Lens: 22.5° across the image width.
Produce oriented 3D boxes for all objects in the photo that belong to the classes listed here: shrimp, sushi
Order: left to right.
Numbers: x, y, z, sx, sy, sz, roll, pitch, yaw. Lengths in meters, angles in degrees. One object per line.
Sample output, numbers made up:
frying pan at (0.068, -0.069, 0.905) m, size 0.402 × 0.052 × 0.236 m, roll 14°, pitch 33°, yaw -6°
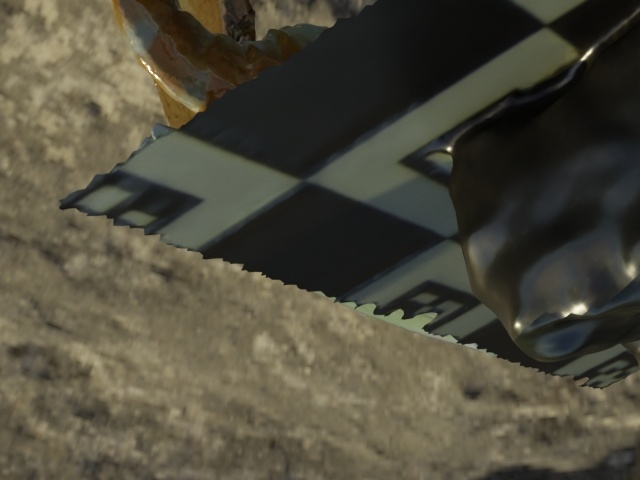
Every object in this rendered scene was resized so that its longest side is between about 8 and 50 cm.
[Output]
shrimp at (-0.063, -0.144, 1.000) m, size 0.049 × 0.161 × 0.166 m, roll -42°, pitch 73°, yaw 45°
sushi at (0.156, 0.005, 0.512) m, size 0.296 × 0.100 × 0.373 m, roll -30°, pitch 153°, yaw 22°

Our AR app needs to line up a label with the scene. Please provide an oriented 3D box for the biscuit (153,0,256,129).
biscuit at (-0.110, -0.194, 1.479) m, size 0.042 × 0.226 × 0.226 m, roll -7°, pitch 121°, yaw -24°

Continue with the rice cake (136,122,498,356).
rice cake at (0.000, 0.000, 0.896) m, size 0.127 × 0.237 × 0.043 m, roll 38°, pitch 79°, yaw -40°
